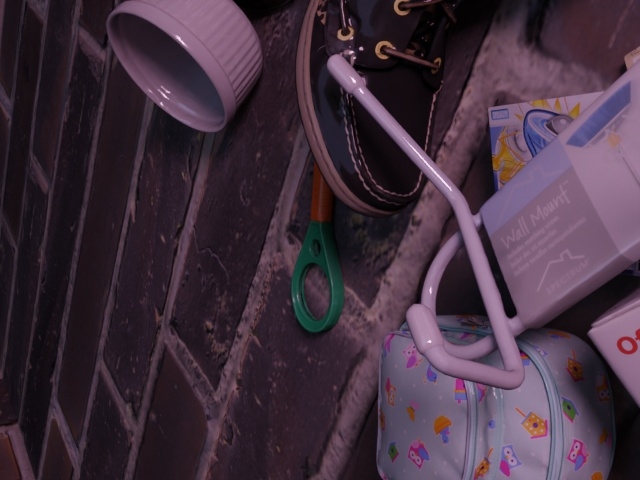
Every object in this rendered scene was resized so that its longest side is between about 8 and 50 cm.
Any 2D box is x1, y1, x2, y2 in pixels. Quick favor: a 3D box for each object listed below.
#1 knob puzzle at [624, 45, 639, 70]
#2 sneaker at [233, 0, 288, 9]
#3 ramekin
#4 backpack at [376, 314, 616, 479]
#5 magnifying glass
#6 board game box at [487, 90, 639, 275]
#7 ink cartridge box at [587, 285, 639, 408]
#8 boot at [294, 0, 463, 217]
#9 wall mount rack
[{"bbox_3d":[0.298,-0.082,0.462,0.213,0.030,0.213,3,94,54],"label":"knob puzzle"},{"bbox_3d":[-0.130,-0.394,0.982,0.290,0.106,0.123,21,88,42],"label":"sneaker"},{"bbox_3d":[-0.175,-0.258,0.973,0.207,0.207,0.109,5,51,54],"label":"ramekin"},{"bbox_3d":[0.139,0.146,0.598,0.188,0.144,0.165,0,86,51],"label":"backpack"},{"bbox_3d":[0.000,0.000,0.886,0.092,0.026,0.230,13,104,54],"label":"magnifying glass"},{"bbox_3d":[0.215,-0.045,0.542,0.201,0.035,0.136,5,105,59],"label":"board game box"},{"bbox_3d":[0.275,0.091,0.410,0.190,0.082,0.139,58,137,10],"label":"ink cartridge box"},{"bbox_3d":[0.113,-0.223,0.619,0.284,0.138,0.377,-12,71,54],"label":"boot"},{"bbox_3d":[0.134,-0.086,0.479,0.350,0.131,0.304,-46,38,34],"label":"wall mount rack"}]
